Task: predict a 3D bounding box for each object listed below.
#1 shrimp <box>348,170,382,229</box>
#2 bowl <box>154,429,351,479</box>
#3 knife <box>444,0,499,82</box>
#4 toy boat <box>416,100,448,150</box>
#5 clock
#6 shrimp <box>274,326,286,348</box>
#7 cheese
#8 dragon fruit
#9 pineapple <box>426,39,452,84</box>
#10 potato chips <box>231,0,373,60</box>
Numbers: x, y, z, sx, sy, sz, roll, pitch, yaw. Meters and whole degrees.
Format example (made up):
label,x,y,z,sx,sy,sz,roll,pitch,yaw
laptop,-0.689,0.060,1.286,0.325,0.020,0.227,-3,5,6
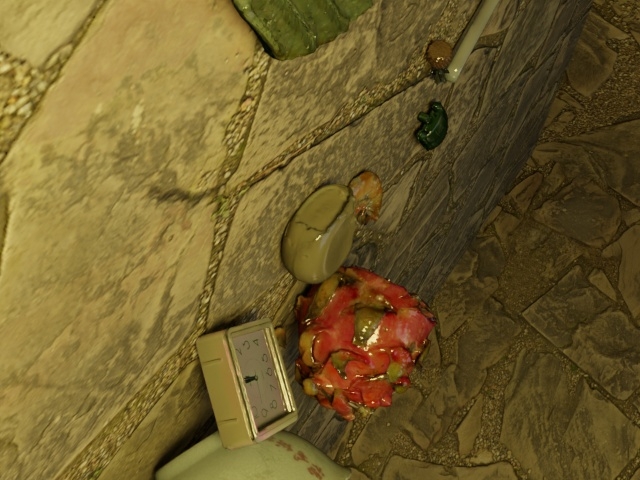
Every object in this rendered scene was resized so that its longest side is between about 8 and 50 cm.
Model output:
label,x,y,z,sx,sy,sz,roll,pitch,yaw
shrimp,0.082,-0.074,1.403,0.132,0.052,0.187,-44,150,-11
bowl,-0.173,0.453,1.182,0.435,0.196,0.435,-32,170,-6
knife,0.357,-0.485,1.512,0.265,0.041,0.073,-61,172,1
toy boat,0.276,-0.271,1.593,0.104,0.052,0.210,-65,162,5
clock,-0.122,0.237,1.107,0.147,0.071,0.192,-4,76,-64
shrimp,-0.097,0.218,1.395,0.059,0.023,0.108,-43,157,-18
cheese,0.000,0.000,1.221,0.175,0.091,0.202,-53,161,-21
dragon fruit,0.056,0.224,1.355,0.263,0.296,0.314,-55,174,-26
pineapple,0.247,-0.372,1.384,0.058,0.058,0.124,-57,168,-11
potato chips,0.019,-0.378,0.758,0.358,0.070,0.429,-65,161,8
